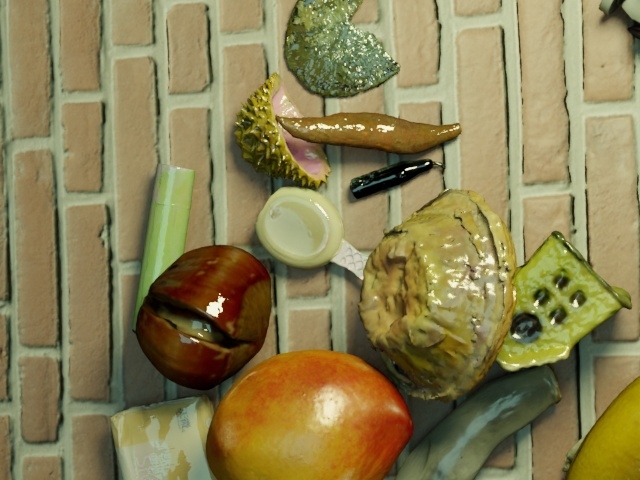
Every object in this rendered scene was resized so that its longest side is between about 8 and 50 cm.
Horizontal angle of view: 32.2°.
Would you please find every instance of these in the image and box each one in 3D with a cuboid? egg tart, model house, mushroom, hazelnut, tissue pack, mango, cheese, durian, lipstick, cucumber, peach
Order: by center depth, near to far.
[{"bbox_3d":[0.537,0.357,1.705,0.301,0.220,0.445,25,115,-24],"label":"mango"},{"bbox_3d":[0.163,0.081,1.733,0.150,0.352,0.352,8,93,-27],"label":"egg tart"},{"bbox_3d":[0.353,0.120,1.760,0.175,0.193,0.234,42,98,6],"label":"model house"},{"bbox_3d":[-0.018,0.306,1.789,0.308,0.289,0.289,-43,82,31],"label":"peach"},{"bbox_3d":[0.252,0.326,1.832,0.351,0.097,0.109,-45,83,6],"label":"mushroom"},{"bbox_3d":[-0.193,0.123,1.863,0.217,0.217,0.251,28,76,10],"label":"hazelnut"},{"bbox_3d":[0.129,-0.111,1.881,0.163,0.039,0.043,-21,107,13],"label":"cucumber"},{"bbox_3d":[-0.069,-0.179,1.890,0.132,0.165,0.182,-25,118,-20],"label":"durian"},{"bbox_3d":[0.000,0.000,1.895,0.227,0.064,0.137,31,101,7],"label":"cheese"},{"bbox_3d":[-0.260,0.389,1.938,0.186,0.090,0.222,-12,88,9],"label":"tissue pack"},{"bbox_3d":[-0.275,0.020,1.948,0.076,0.076,0.304,9,91,11],"label":"lipstick"}]

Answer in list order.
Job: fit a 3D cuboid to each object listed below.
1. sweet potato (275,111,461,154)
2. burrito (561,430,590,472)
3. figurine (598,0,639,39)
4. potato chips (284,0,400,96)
[{"bbox_3d":[0.079,-0.185,1.854,0.314,0.072,0.066,6,112,-9],"label":"sweet potato"},{"bbox_3d":[0.469,0.318,1.810,0.188,0.045,0.058,-44,107,7],"label":"burrito"},{"bbox_3d":[0.577,-0.359,1.742,0.236,0.133,0.176,38,87,14],"label":"figurine"},{"bbox_3d":[0.035,-0.357,1.904,0.202,0.029,0.220,-1,92,14],"label":"potato chips"}]
